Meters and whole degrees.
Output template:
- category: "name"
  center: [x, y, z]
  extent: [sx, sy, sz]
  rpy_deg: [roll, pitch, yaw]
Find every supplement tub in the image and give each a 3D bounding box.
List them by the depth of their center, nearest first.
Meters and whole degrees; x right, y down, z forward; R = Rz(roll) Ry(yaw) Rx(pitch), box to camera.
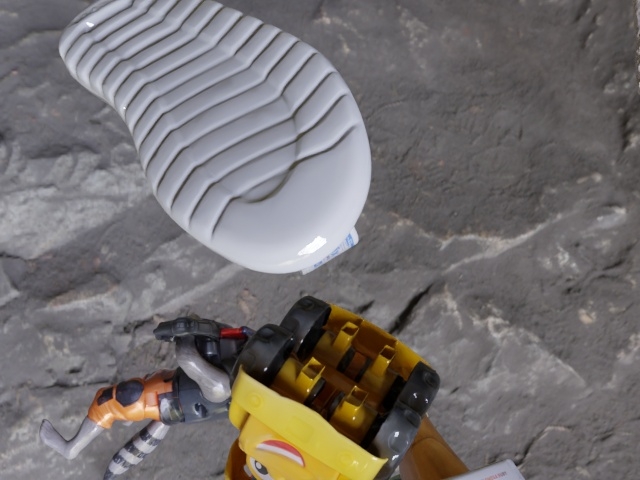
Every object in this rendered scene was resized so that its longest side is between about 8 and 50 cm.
- category: "supplement tub"
  center: [0.000, 0.000, 1.118]
  extent: [0.107, 0.071, 0.071]
  rpy_deg: [-32, 65, -9]

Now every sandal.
- category: "sandal"
  center: [-0.089, -0.114, 0.607]
  extent: [0.169, 0.102, 0.416]
  rpy_deg: [-40, 53, -4]

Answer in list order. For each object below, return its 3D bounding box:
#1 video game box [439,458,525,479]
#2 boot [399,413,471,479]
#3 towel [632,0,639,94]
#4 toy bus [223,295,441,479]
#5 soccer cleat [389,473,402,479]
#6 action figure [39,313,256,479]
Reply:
- category: "video game box"
  center: [0.090, 0.302, 0.695]
  extent: [0.187, 0.205, 0.048]
  rpy_deg: [9, 39, -47]
- category: "boot"
  center: [0.156, 0.321, 0.996]
  extent: [0.104, 0.295, 0.211]
  rpy_deg: [-25, 84, -10]
- category: "towel"
  center: [0.424, -0.282, 0.843]
  extent: [0.187, 0.049, 0.282]
  rpy_deg: [10, 81, -46]
- category: "toy bus"
  center: [-0.015, 0.177, 0.609]
  extent: [0.149, 0.211, 0.220]
  rpy_deg: [32, 15, 11]
- category: "soccer cleat"
  center: [0.105, 0.527, 1.309]
  extent: [0.093, 0.289, 0.121]
  rpy_deg: [39, 39, 4]
- category: "action figure"
  center: [-0.181, 0.222, 1.030]
  extent: [0.330, 0.341, 0.178]
  rpy_deg: [-22, 74, 12]
